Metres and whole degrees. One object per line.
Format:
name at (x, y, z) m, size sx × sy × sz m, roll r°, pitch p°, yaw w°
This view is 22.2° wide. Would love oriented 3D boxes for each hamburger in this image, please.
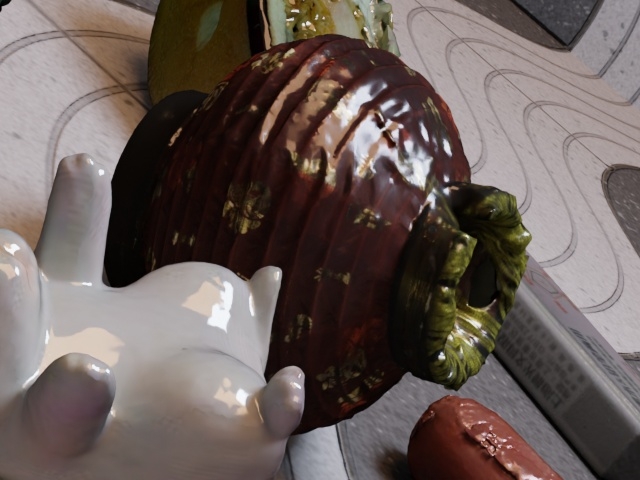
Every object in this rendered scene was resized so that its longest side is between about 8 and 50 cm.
hamburger at (-0.041, -0.151, 1.306) m, size 0.168 × 0.192 × 0.288 m, roll 20°, pitch 52°, yaw -29°

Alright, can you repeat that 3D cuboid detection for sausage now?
sausage at (0.109, 0.158, 1.034) m, size 0.141 × 0.076 × 0.076 m, roll 49°, pitch 22°, yaw 23°

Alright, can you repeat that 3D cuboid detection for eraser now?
eraser at (0.195, 0.091, 1.347) m, size 0.089 × 0.061 × 0.352 m, roll 14°, pitch 32°, yaw -51°

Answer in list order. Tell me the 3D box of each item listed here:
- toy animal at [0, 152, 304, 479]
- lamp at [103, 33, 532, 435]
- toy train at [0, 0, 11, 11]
toy animal at (-0.139, 0.045, 0.735) m, size 0.282 × 0.138 × 0.140 m, roll 24°, pitch 30°, yaw -24°
lamp at (0.000, 0.000, 0.955) m, size 0.247 × 0.247 × 0.247 m, roll 34°, pitch 21°, yaw -14°
toy train at (-0.306, -0.188, 0.972) m, size 0.261 × 0.134 × 0.177 m, roll 47°, pitch 21°, yaw 21°
